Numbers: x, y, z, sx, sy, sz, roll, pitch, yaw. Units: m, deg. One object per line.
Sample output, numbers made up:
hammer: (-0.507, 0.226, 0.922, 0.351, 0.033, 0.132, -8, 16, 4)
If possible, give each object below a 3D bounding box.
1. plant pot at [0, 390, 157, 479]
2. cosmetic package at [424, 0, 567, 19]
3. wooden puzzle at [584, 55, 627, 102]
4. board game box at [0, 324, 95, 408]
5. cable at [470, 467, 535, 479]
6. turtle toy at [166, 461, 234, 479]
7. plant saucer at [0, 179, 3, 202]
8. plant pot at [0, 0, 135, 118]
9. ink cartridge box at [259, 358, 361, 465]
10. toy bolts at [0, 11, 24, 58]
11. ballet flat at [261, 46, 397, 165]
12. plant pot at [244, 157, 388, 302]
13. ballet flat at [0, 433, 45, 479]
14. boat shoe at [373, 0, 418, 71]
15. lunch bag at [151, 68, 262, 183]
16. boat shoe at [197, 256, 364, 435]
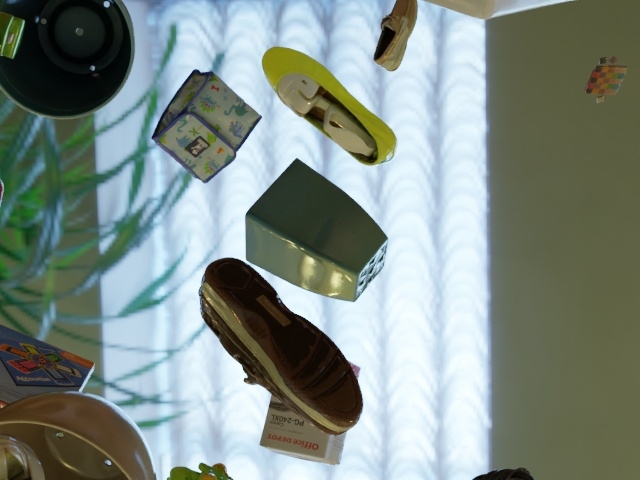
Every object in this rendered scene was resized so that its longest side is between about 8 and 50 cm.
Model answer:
plant pot: (-0.335, 0.312, 1.559, 0.284, 0.284, 0.191, 0, -157, 11)
cosmetic package: (0.131, -0.476, 1.345, 0.393, 0.329, 0.327, 25, -153, 27)
wooden puzzle: (0.409, -0.231, 1.674, 0.049, 0.083, 0.006, 1, -134, -16)
board game box: (-0.532, 0.206, 1.929, 0.281, 0.027, 0.145, 22, -136, 1)
cable: (0.305, 0.472, 2.003, 0.150, 0.184, 0.047, 22, 170, 20)
turtle toy: (-0.154, 0.354, 1.637, 0.130, 0.066, 0.095, 34, -175, 5)
plant saucer: (-0.570, -0.020, 1.692, 0.047, 0.259, 0.258, -6, 157, 33)
plant pot: (-0.470, -0.385, 2.209, 0.271, 0.272, 0.255, -1, -164, -1)
ink cartridge box: (-0.015, 0.244, 1.714, 0.109, 0.150, 0.063, 6, 164, 26)
toy bolts: (-0.562, -0.280, 1.731, 0.158, 0.218, 0.228, 18, -179, -3)
ballet flat: (0.006, -0.181, 1.601, 0.231, 0.077, 0.077, 38, -144, -1)
plant pot: (0.000, 0.000, 2.196, 0.234, 0.166, 0.165, 32, -120, 16)
ballet flat: (-0.338, 0.272, 1.262, 0.086, 0.086, 0.248, -4, -147, -25)
boat shoe: (0.121, -0.346, 1.907, 0.045, 0.135, 0.050, 17, 175, -37)
lunch bag: (-0.194, -0.190, 1.951, 0.129, 0.151, 0.096, 42, 169, -30)
boat shoe: (-0.050, 0.135, 1.357, 0.095, 0.095, 0.257, -18, -123, -40)
